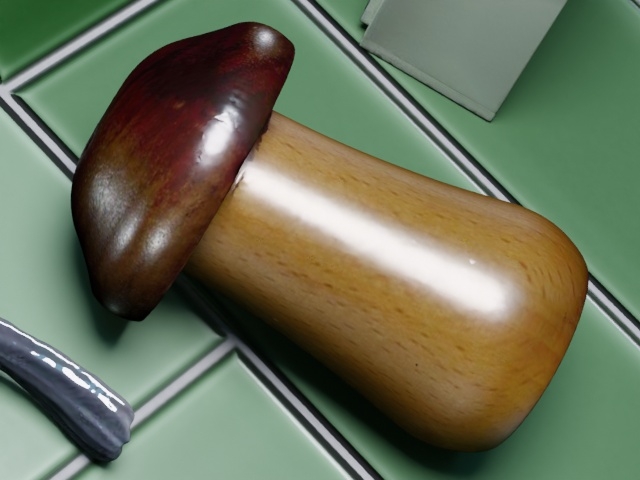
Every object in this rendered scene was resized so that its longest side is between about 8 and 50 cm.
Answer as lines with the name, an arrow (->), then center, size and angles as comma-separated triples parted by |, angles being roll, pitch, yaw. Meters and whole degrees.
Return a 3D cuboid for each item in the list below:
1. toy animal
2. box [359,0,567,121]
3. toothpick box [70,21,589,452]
toy animal -> -0.274, -0.008, 1.041 | 0.367, 0.081, 0.206 | 18, 53, -17
box -> 0.145, -0.243, 1.222 | 0.117, 0.225, 0.225 | 30, 56, 1
toothpick box -> 0.000, 0.000, 1.064 | 0.294, 0.192, 0.192 | 29, 56, -7
